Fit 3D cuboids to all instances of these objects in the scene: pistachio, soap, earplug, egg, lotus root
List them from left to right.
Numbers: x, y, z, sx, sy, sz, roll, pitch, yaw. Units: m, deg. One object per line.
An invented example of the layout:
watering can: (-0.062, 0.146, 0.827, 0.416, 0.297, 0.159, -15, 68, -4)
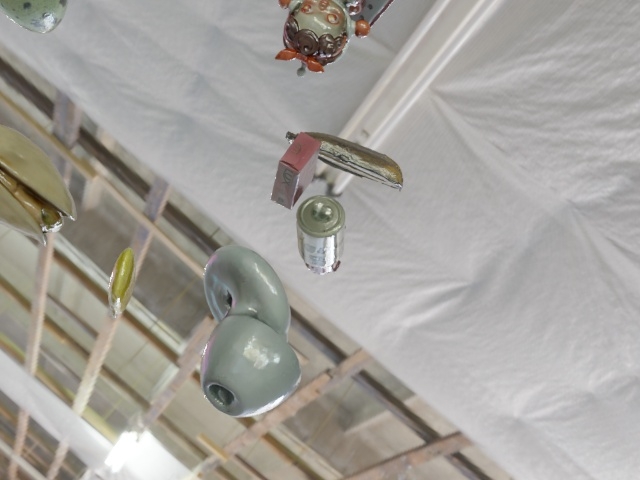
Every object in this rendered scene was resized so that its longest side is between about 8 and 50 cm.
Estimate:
pistachio: (-0.479, -0.090, 1.242, 0.144, 0.144, 0.215, 1, -43, 46)
egg: (-0.622, -0.552, 1.692, 0.177, 0.177, 0.228, 18, -43, 31)
soap: (-0.298, 0.066, 1.197, 0.033, 0.089, 0.168, 19, -18, -8)
earplug: (-0.142, 0.162, 1.445, 0.175, 0.326, 0.214, 2, -37, -23)
lotus root: (0.070, -0.224, 2.054, 0.329, 0.078, 0.167, 23, -5, -1)

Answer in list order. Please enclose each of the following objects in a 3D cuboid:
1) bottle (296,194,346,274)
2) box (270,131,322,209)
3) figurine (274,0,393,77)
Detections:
bottle: (0.000, 0.000, 1.958, 0.120, 0.120, 0.253, 31, -25, 15)
box: (-0.055, -0.152, 1.768, 0.060, 0.111, 0.156, 27, -36, 8)
figurine: (-0.002, -0.402, 1.473, 0.183, 0.226, 0.160, 34, -29, -10)
